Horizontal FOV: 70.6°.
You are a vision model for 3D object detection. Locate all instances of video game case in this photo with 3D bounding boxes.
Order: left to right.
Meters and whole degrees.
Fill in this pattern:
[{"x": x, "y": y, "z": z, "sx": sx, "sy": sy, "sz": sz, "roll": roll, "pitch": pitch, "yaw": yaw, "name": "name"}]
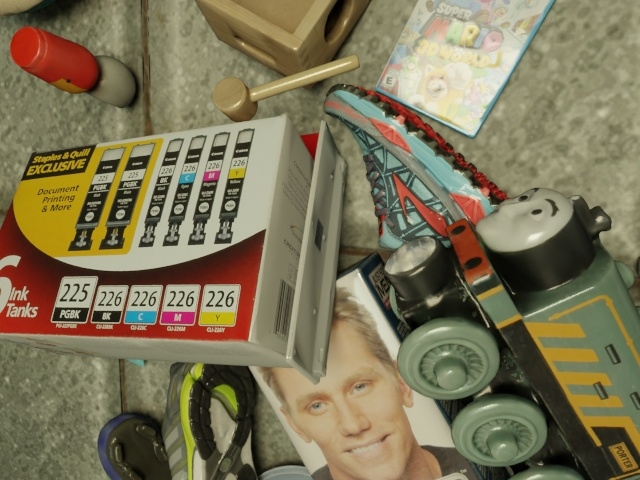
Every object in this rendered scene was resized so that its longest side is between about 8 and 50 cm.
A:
[{"x": 0.145, "y": -0.205, "z": 0.456, "sx": 0.119, "sy": 0.015, "sz": 0.166, "roll": 31, "pitch": 107, "yaw": 12, "name": "video game case"}]

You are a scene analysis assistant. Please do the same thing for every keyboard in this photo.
[{"x": 0.000, "y": 0.000, "z": 0.432, "sx": 0.014, "sy": 0.072, "sz": 0.255, "roll": -8, "pitch": 56, "yaw": 23, "name": "keyboard"}]

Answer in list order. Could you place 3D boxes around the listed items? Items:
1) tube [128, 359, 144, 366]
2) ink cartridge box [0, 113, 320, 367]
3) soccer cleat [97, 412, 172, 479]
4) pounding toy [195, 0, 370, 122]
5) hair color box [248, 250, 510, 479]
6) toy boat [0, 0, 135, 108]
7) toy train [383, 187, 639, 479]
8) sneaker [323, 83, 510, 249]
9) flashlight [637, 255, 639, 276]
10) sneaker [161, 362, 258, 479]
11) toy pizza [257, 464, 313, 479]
[{"x": -0.280, "y": 0.078, "z": 0.636, "sx": 0.080, "sy": 0.052, "sz": 0.206, "roll": 15, "pitch": 108, "yaw": 22, "name": "tube"}, {"x": -0.160, "y": -0.020, "z": 0.470, "sx": 0.310, "sy": 0.130, "sz": 0.271, "roll": -3, "pitch": 65, "yaw": 19, "name": "ink cartridge box"}, {"x": -0.234, "y": 0.382, "z": 0.664, "sx": 0.121, "sy": 0.093, "sz": 0.289, "roll": -17, "pitch": 99, "yaw": 51, "name": "soccer cleat"}, {"x": -0.032, "y": -0.201, "z": 0.453, "sx": 0.181, "sy": 0.094, "sz": 0.206, "roll": 32, "pitch": 88, "yaw": 10, "name": "pounding toy"}, {"x": 0.070, "y": 0.207, "z": 0.505, "sx": 0.174, "sy": 0.105, "sz": 0.347, "roll": -31, "pitch": 88, "yaw": 21, "name": "hair color box"}, {"x": -0.327, "y": -0.315, "z": 0.546, "sx": 0.268, "sy": 0.148, "sz": 0.318, "roll": -21, "pitch": 84, "yaw": 16, "name": "toy boat"}, {"x": 0.197, "y": 0.111, "z": 0.397, "sx": 0.190, "sy": 0.142, "sz": 0.333, "roll": -31, "pitch": 109, "yaw": 17, "name": "toy train"}, {"x": 0.086, "y": -0.048, "z": 0.457, "sx": 0.262, "sy": 0.104, "sz": 0.125, "roll": 44, "pitch": 112, "yaw": 7, "name": "sneaker"}, {"x": 0.439, "y": 0.033, "z": 0.352, "sx": 0.304, "sy": 0.103, "sz": 0.103, "roll": 11, "pitch": 129, "yaw": 16, "name": "flashlight"}, {"x": -0.150, "y": 0.292, "z": 0.595, "sx": 0.121, "sy": 0.111, "sz": 0.299, "roll": -2, "pitch": 86, "yaw": 50, "name": "sneaker"}, {"x": -0.013, "y": 0.388, "z": 0.604, "sx": 0.202, "sy": 0.032, "sz": 0.201, "roll": 3, "pitch": 100, "yaw": 17, "name": "toy pizza"}]
